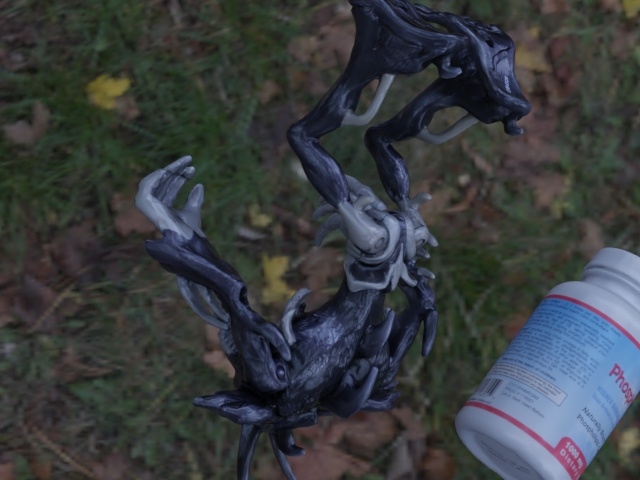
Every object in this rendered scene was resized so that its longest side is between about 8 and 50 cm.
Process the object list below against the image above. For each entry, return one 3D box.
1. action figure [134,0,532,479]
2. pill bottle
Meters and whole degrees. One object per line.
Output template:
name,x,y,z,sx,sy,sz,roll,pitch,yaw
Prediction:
action figure,0.000,0.000,0.790,0.164,0.141,0.275,6,115,-46
pill bottle,0.167,0.085,0.989,0.087,0.087,0.160,47,71,-25
